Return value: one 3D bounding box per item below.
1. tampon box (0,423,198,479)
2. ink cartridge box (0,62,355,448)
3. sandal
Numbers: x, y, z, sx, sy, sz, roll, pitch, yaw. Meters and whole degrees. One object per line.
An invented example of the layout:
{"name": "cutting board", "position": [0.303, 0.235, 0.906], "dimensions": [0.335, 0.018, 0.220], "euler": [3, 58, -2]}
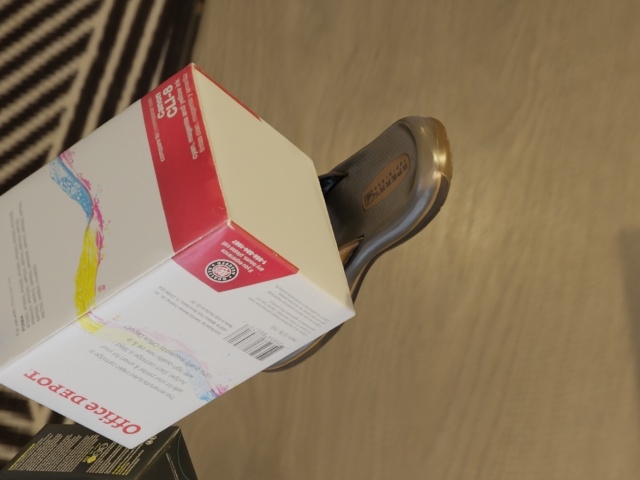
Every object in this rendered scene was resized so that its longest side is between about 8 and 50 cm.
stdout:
{"name": "tampon box", "position": [-0.205, 0.250, 1.685], "dimensions": [0.101, 0.161, 0.120], "euler": [-49, 129, -50]}
{"name": "ink cartridge box", "position": [-0.095, 0.014, 1.043], "dimensions": [0.176, 0.128, 0.127], "euler": [-32, 49, 19]}
{"name": "sandal", "position": [0.000, 0.000, 1.111], "dimensions": [0.060, 0.219, 0.090], "euler": [9, 52, -36]}
